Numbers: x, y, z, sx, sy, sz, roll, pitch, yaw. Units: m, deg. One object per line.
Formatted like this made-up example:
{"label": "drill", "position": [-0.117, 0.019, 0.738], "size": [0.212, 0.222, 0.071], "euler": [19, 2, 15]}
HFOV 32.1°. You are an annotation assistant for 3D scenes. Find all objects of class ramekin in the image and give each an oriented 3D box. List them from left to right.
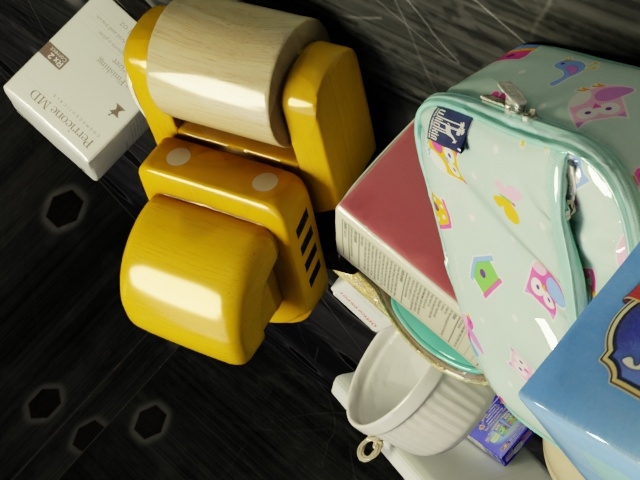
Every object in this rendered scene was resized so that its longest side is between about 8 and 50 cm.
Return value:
{"label": "ramekin", "position": [0.138, 0.176, 1.422], "size": [0.109, 0.207, 0.207], "euler": [35, 172, -16]}

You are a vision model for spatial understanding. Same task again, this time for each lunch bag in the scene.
{"label": "lunch bag", "position": [0.170, 0.018, 0.709], "size": [0.224, 0.108, 0.279], "euler": [38, 151, 58]}

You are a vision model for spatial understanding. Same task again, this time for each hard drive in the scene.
{"label": "hard drive", "position": [0.180, 0.291, 1.665], "size": [0.307, 0.203, 0.040], "euler": [46, 132, 46]}

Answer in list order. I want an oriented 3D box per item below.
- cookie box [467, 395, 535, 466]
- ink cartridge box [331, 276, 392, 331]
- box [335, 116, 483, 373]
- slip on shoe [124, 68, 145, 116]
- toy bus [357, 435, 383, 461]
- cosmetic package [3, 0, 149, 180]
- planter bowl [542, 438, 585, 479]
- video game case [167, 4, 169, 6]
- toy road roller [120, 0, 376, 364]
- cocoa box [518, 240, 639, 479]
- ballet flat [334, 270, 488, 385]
{"label": "cookie box", "position": [0.254, 0.260, 1.617], "size": [0.107, 0.092, 0.040], "euler": [35, 164, 35]}
{"label": "ink cartridge box", "position": [0.084, 0.060, 1.430], "size": [0.088, 0.052, 0.122], "euler": [44, 146, -9]}
{"label": "box", "position": [0.138, 0.018, 0.972], "size": [0.232, 0.127, 0.148], "euler": [40, 169, 11]}
{"label": "slip on shoe", "position": [-0.122, -0.115, 1.426], "size": [0.101, 0.123, 0.331], "euler": [19, 151, 55]}
{"label": "toy bus", "position": [0.112, 0.186, 1.586], "size": [0.104, 0.191, 0.202], "euler": [49, -149, -30]}
{"label": "cosmetic package", "position": [-0.301, -0.204, 1.501], "size": [0.151, 0.183, 0.151], "euler": [42, 169, -1]}
{"label": "planter bowl", "position": [0.267, 0.154, 0.973], "size": [0.162, 0.162, 0.109], "euler": [34, 163, 38]}
{"label": "video game case", "position": [-0.069, -0.136, 1.221], "size": [0.210, 0.042, 0.232], "euler": [34, 155, 39]}
{"label": "toy road roller", "position": [-0.084, -0.039, 1.037], "size": [0.203, 0.240, 0.329], "euler": [17, 145, 24]}
{"label": "cocoa box", "position": [0.304, 0.124, 0.527], "size": [0.231, 0.228, 0.347], "euler": [27, 162, 53]}
{"label": "ballet flat", "position": [0.106, 0.048, 1.253], "size": [0.348, 0.123, 0.123], "euler": [41, 171, 35]}
